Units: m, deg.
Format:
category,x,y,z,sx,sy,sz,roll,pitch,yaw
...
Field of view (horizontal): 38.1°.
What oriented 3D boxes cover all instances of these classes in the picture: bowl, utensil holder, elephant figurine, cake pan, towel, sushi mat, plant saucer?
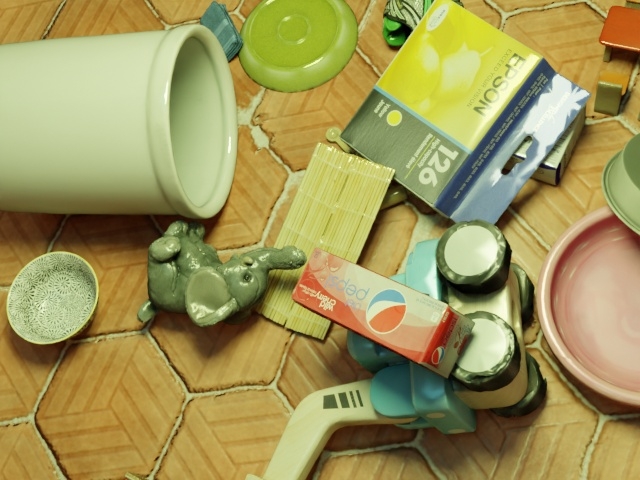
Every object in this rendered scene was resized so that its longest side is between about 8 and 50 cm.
category,x,y,z,sx,sy,sz,roll,pitch,yaw
bowl,-0.457,0.112,1.636,0.170,0.080,0.170,-4,67,10
utensil holder,-0.378,-0.200,1.614,0.386,0.327,0.327,0,68,13
elephant figurine,-0.166,0.076,1.541,0.240,0.186,0.169,27,45,22
cake pan,0.588,-0.084,1.431,0.293,0.054,0.293,2,43,-2
towel,-0.194,-0.406,1.810,0.067,0.029,0.119,-44,59,29
sushi mat,0.000,0.000,1.568,0.152,0.019,0.316,24,92,18
plant saucer,-0.049,-0.397,1.780,0.241,0.037,0.240,-5,67,11
plant saucer,0.503,0.101,1.430,0.332,0.084,0.332,-4,68,10

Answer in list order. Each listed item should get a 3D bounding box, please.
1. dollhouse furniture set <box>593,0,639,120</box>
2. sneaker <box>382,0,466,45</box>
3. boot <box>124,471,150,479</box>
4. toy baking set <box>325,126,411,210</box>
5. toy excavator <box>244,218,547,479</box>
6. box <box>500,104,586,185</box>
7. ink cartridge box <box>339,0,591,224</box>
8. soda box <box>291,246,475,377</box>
category,x,y,z,sx,sy,sz,roll,pitch,yaw
dollhouse furniture set,0.607,-0.338,1.558,0.259,0.135,0.261,16,72,18
sneaker,0.165,-0.449,1.701,0.146,0.134,0.343,-22,66,3
boot,-0.268,0.437,1.476,0.158,0.059,0.084,36,84,21
toy baking set,0.100,-0.145,1.647,0.256,0.030,0.196,-19,65,4
toy excavator,0.105,0.220,1.423,0.446,0.222,0.432,-10,64,22
box,0.369,-0.183,1.580,0.126,0.072,0.137,22,74,21
ink cartridge box,0.232,-0.209,1.548,0.307,0.072,0.303,39,97,27
soda box,0.083,0.098,1.320,0.263,0.083,0.092,23,84,42
